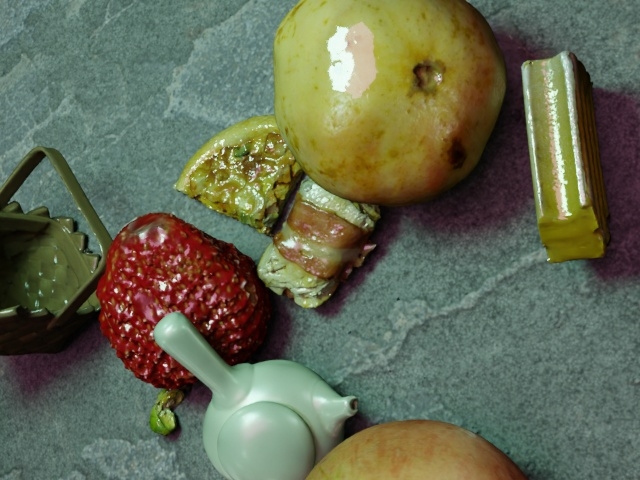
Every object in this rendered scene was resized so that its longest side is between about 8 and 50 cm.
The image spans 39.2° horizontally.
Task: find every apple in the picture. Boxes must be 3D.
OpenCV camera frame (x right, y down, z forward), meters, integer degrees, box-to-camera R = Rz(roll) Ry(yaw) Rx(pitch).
[{"bbox_3d":[0.115,0.406,1.109,0.363,0.364,0.364,-4,80,25],"label":"apple"}]

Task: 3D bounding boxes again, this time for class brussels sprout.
[{"bbox_3d":[-0.250,0.275,1.463,0.051,0.046,0.083,12,77,30],"label":"brussels sprout"}]

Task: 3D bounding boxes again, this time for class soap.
[{"bbox_3d":[0.326,-0.099,1.181,0.080,0.160,0.258,-8,77,26],"label":"soap"}]

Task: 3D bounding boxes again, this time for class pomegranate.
[{"bbox_3d":[0.093,-0.210,1.247,0.342,0.342,0.343,-4,80,25],"label":"pomegranate"}]

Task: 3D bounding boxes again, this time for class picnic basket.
[{"bbox_3d":[-0.484,0.033,1.470,0.321,0.291,0.254,-43,67,23],"label":"picnic basket"}]

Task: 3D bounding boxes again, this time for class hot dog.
[{"bbox_3d":[0.000,0.000,1.359,0.146,0.103,0.213,37,108,4],"label":"hot dog"}]

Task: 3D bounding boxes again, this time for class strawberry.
[{"bbox_3d":[-0.217,0.098,1.365,0.261,0.257,0.261,-2,81,14],"label":"strawberry"}]

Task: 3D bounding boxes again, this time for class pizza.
[{"bbox_3d":[-0.115,-0.100,1.446,0.292,0.058,0.197,-16,76,22],"label":"pizza"}]

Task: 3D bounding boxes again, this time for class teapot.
[{"bbox_3d":[-0.114,0.248,1.285,0.318,0.149,0.220,25,100,-3],"label":"teapot"}]
